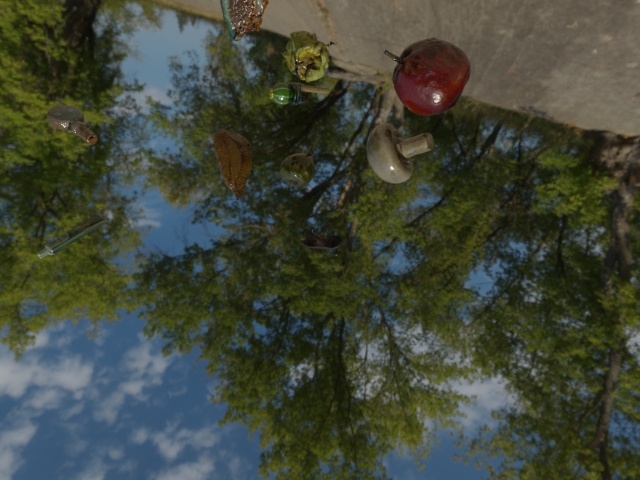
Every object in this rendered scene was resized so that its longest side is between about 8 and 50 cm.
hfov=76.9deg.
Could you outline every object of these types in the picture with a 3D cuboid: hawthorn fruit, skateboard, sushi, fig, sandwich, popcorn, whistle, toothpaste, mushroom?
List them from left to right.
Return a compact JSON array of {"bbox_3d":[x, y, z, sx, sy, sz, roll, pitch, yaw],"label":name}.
[{"bbox_3d":[-0.837,-0.394,1.368,0.220,0.057,0.107,36,-132,16],"label":"whistle"},{"bbox_3d":[-0.686,-0.016,1.122,0.049,0.032,0.204,25,-134,18],"label":"toothpaste"},{"bbox_3d":[-0.312,-0.309,1.532,0.148,0.287,0.140,-18,-176,7],"label":"sushi"},{"bbox_3d":[-0.270,-0.789,1.361,0.159,0.235,0.079,32,-137,-2],"label":"sandwich"},{"bbox_3d":[-0.081,-0.354,1.766,0.151,0.151,0.259,18,-116,7],"label":"fig"},{"bbox_3d":[-0.045,-0.641,1.392,0.173,0.169,0.195,-15,-163,0],"label":"popcorn"},{"bbox_3d":[0.000,0.000,1.398,0.151,0.080,0.067,7,-124,18],"label":"skateboard"},{"bbox_3d":[0.264,-0.299,1.337,0.215,0.208,0.207,-16,-165,29],"label":"mushroom"},{"bbox_3d":[0.308,-0.507,1.235,0.265,0.210,0.230,17,-112,-11],"label":"hawthorn fruit"}]

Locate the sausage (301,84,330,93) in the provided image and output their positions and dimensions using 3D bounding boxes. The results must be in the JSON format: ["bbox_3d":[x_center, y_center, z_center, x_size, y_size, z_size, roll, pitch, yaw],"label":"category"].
[{"bbox_3d":[-0.018,-0.594,1.590,0.132,0.024,0.024,-8,-144,-36],"label":"sausage"}]

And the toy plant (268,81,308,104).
[{"bbox_3d":[-0.137,-0.617,1.697,0.162,0.093,0.093,-6,-145,-23],"label":"toy plant"}]
